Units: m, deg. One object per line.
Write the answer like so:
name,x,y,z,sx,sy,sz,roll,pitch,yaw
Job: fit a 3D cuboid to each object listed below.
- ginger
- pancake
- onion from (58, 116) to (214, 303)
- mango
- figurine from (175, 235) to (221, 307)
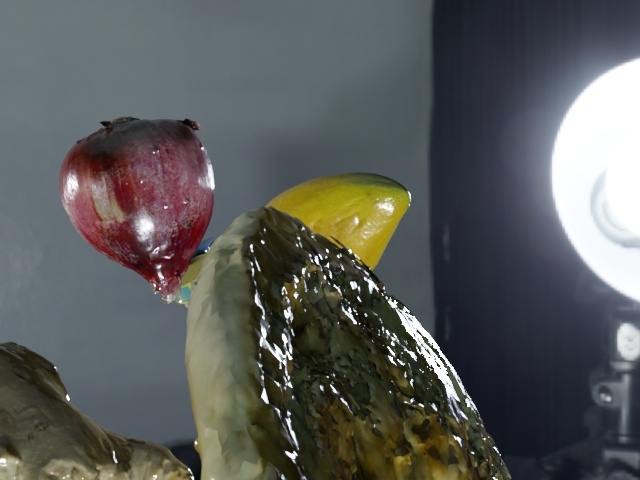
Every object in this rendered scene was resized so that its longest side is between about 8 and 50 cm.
ginger,-0.194,0.144,0.622,0.213,0.074,0.137,35,-156,9
pancake,0.042,0.136,0.467,0.065,0.356,0.356,-25,175,21
onion,-0.180,-0.030,0.920,0.159,0.195,0.159,-15,-178,1
mango,0.000,0.000,1.248,0.317,0.176,0.119,-38,-157,40
figurine,-0.155,0.124,1.539,0.161,0.275,0.158,-20,-154,29
